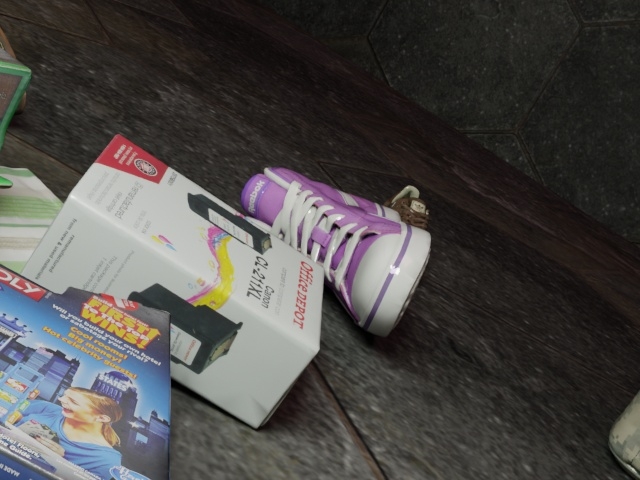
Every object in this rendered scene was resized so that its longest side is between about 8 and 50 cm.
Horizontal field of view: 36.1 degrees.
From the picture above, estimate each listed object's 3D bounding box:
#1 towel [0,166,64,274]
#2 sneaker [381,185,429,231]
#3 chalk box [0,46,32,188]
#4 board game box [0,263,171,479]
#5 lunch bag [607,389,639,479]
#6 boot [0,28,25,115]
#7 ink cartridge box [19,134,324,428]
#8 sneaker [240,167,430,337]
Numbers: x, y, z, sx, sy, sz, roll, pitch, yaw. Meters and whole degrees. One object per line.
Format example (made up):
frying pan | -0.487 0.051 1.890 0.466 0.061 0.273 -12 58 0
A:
towel | -0.203 -0.004 0.663 0.152 0.023 0.113 41 20 28
sneaker | 0.095 -0.017 1.157 0.066 0.071 0.188 27 15 -12
chalk box | -0.268 -0.076 0.557 0.213 0.132 0.132 38 16 22
board game box | -0.147 0.065 0.463 0.194 0.060 0.194 29 14 -3
lunch bag | 0.463 0.170 0.890 0.305 0.256 0.212 38 17 26
boot | -0.353 -0.172 0.861 0.106 0.082 0.219 -21 54 -43
ink cartridge box | -0.087 0.023 0.635 0.175 0.072 0.127 33 20 -11
sneaker | 0.000 0.001 0.893 0.161 0.102 0.282 24 5 -10
